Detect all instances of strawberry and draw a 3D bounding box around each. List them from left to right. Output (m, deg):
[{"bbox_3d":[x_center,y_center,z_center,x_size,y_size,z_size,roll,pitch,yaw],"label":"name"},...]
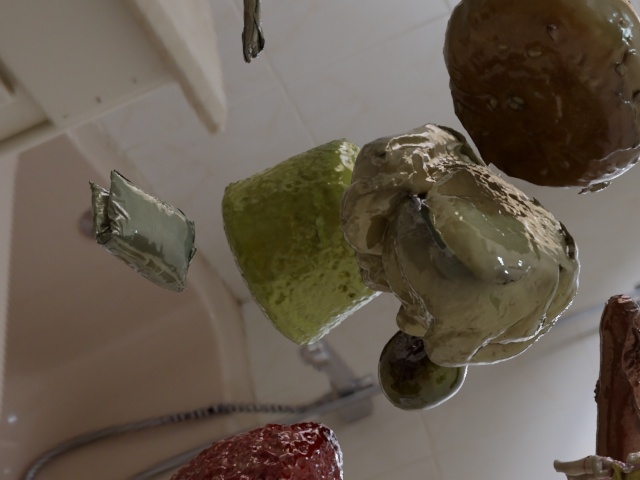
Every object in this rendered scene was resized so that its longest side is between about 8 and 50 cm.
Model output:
[{"bbox_3d":[-0.075,0.363,1.453,0.257,0.277,0.257,43,-17,16],"label":"strawberry"}]

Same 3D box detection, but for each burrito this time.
[{"bbox_3d":[-0.123,-0.407,1.937,0.051,0.042,0.171,-56,145,-78],"label":"burrito"}]

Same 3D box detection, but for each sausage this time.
[{"bbox_3d":[0.439,0.240,1.571,0.087,0.079,0.326,-2,95,-63],"label":"sausage"}]

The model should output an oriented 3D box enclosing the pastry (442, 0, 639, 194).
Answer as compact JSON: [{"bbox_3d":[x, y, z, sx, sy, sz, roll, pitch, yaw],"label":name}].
[{"bbox_3d":[0.304,-0.218,1.373,0.184,0.285,0.315,-52,133,-33],"label":"pastry"}]

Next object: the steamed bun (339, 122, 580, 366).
[{"bbox_3d":[0.168,0.015,1.431,0.325,0.230,0.372,14,31,-39],"label":"steamed bun"}]

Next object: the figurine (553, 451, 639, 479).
[{"bbox_3d":[0.368,0.298,1.325,0.083,0.187,0.083,5,82,-37],"label":"figurine"}]

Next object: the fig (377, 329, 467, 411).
[{"bbox_3d":[0.149,0.186,1.586,0.120,0.136,0.153,62,1,-8],"label":"fig"}]

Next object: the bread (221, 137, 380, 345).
[{"bbox_3d":[0.000,0.000,2.023,0.348,0.308,0.348,57,17,-28],"label":"bread"}]

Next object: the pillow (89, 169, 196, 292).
[{"bbox_3d":[-0.264,-0.012,1.592,0.181,0.078,0.134,38,34,-40],"label":"pillow"}]
